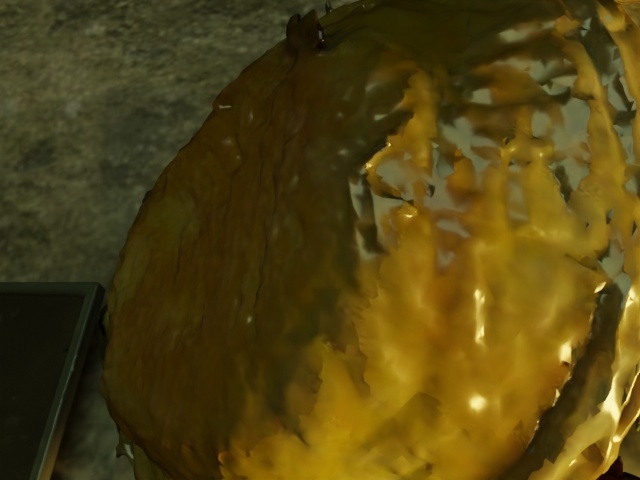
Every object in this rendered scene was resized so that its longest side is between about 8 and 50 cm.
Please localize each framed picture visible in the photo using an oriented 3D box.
[{"bbox_3d":[-0.266,0.141,0.587,0.184,0.016,0.250,-1,58,15],"label":"framed picture"}]

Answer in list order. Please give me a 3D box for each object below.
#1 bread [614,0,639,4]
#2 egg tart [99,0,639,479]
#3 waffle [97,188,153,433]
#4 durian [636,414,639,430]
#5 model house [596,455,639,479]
[{"bbox_3d":[0.282,-0.296,0.788,0.116,0.077,0.200,14,61,14],"label":"bread"},{"bbox_3d":[0.000,0.000,0.433,0.351,0.153,0.339,-24,56,39],"label":"egg tart"},{"bbox_3d":[-0.004,0.049,0.601,0.317,0.073,0.297,-13,57,2],"label":"waffle"},{"bbox_3d":[0.245,0.002,0.487,0.225,0.291,0.291,20,61,26],"label":"durian"},{"bbox_3d":[0.130,0.201,0.429,0.141,0.164,0.203,-4,57,11],"label":"model house"}]
